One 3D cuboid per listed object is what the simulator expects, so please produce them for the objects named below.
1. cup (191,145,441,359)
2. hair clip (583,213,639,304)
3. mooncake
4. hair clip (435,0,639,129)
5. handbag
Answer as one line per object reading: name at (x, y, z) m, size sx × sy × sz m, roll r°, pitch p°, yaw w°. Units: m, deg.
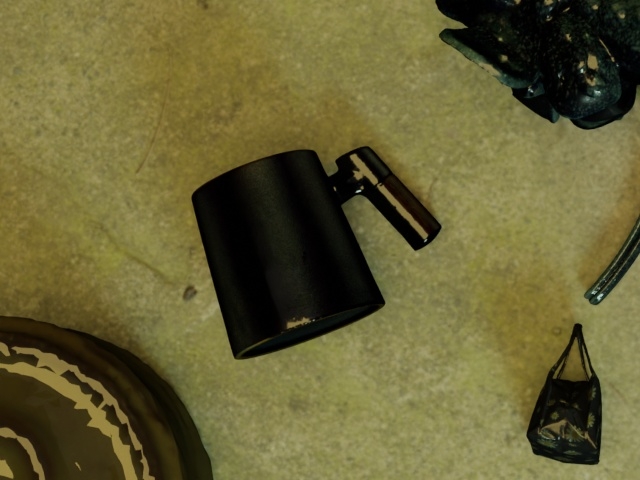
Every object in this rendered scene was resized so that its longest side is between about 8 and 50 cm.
cup at (-0.011, 0.006, 1.714) m, size 0.166 × 0.239 × 0.177 m, roll -33°, pitch 74°, yaw 53°
hair clip at (0.335, -0.059, 1.666) m, size 0.083 × 0.048 × 0.275 m, roll 18°, pitch 95°, yaw 8°
mooncake at (-0.319, 0.278, 1.717) m, size 0.394 × 0.246 × 0.393 m, roll 34°, pitch 91°, yaw 7°
hair clip at (0.235, -0.231, 1.600) m, size 0.310 × 0.194 × 0.206 m, roll 45°, pitch 105°, yaw 25°
handbag at (0.252, 0.152, 1.664) m, size 0.072 × 0.115 × 0.139 m, roll 4°, pitch 74°, yaw 12°
